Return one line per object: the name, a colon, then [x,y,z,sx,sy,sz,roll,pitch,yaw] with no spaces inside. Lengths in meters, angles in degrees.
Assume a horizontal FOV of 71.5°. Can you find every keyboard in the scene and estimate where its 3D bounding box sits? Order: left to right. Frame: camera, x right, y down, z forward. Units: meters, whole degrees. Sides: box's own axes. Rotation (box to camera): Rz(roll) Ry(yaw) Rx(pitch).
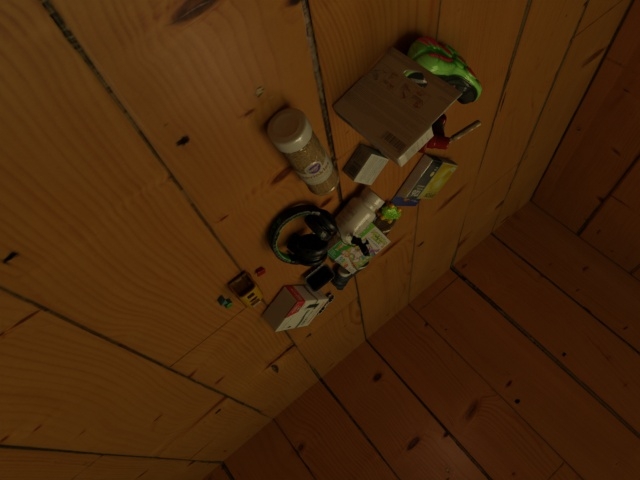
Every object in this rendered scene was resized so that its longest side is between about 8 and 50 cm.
keyboard: [-0.104,0.035,1.850,0.100,0.038,0.192,-64,155,-10]

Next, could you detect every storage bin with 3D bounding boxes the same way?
storage bin: [-0.013,0.173,2.114,0.135,0.098,0.091,-39,-179,-11]

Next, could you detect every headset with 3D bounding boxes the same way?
headset: [0.000,0.000,1.704,0.395,0.185,0.243,3,122,-33]

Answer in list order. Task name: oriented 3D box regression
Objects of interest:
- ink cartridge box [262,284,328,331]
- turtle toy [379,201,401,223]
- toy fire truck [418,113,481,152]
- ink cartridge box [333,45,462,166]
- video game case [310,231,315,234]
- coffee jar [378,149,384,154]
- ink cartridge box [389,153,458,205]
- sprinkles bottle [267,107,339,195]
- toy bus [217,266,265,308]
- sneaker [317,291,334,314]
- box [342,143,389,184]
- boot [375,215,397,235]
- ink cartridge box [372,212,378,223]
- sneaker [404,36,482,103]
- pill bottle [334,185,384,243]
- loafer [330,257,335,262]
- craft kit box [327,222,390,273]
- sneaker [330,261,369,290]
ink cartridge box: [-0.115,0.321,2.148,0.197,0.114,0.273,-53,153,18]
turtle toy: [0.341,-0.137,2.148,0.130,0.066,0.095,22,118,-33]
toy fire truck: [0.437,-0.412,1.627,0.216,0.247,0.158,-71,173,-46]
ink cartridge box: [0.228,-0.407,1.342,0.261,0.296,0.066,-45,155,3]
video game case: [-0.007,-0.014,1.919,0.087,0.011,0.122,-33,152,-19]
coffee jar: [0.230,-0.387,1.615,0.096,0.079,0.184,-61,154,-3]
ink cartridge box: [0.512,-0.274,2.202,0.304,0.072,0.307,-5,133,-52]
sprinkles bottle: [-0.041,-0.262,1.381,0.121,0.121,0.355,-44,154,0]
toy bus: [-0.282,0.213,1.766,0.202,0.104,0.190,-9,138,-48]
sneaker: [0.011,0.358,2.439,0.170,0.068,0.071,-36,159,-16]
box: [0.173,-0.288,1.698,0.137,0.072,0.126,1,129,-54]
boot: [0.285,-0.026,2.267,0.248,0.090,0.207,-46,170,-11]
ink cartridge box: [0.188,-0.045,2.108,0.097,0.046,0.207,-11,140,-45]
sneaker: [0.400,-0.558,1.551,0.483,0.185,0.202,-3,151,-48]
pill bottle: [0.157,-0.110,1.871,0.229,0.131,0.131,-49,153,11]
loafer: [0.089,0.055,2.125,0.039,0.045,0.125,-19,143,-51]
craft kit box: [0.169,0.017,2.057,0.247,0.061,0.250,-44,137,8]
sneaker: [0.147,0.171,2.329,0.226,0.086,0.163,-22,150,-42]
